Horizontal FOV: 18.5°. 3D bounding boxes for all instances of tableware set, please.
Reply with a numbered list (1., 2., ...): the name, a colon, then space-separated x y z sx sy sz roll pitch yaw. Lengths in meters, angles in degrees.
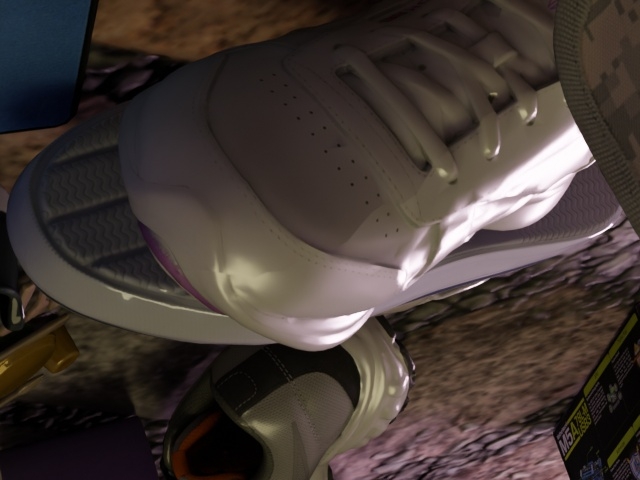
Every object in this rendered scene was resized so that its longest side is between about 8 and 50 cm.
1. tableware set: -0.116 0.024 0.892 0.104 0.024 0.154 -33 166 -32

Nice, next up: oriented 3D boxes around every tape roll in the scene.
1. tape roll: -0.113 0.194 1.058 0.080 0.189 0.189 -13 154 -9

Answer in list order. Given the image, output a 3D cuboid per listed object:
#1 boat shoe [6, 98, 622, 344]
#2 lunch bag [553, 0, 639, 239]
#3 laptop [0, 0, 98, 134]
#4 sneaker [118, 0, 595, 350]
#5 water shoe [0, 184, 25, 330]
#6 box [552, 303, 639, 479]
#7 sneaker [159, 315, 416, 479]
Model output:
1. boat shoe: 0.000 0.000 0.836 0.302 0.109 0.094 -4 154 -36
2. lunch bag: 0.186 -0.109 0.511 0.169 0.287 0.235 26 136 -23
3. laptop: -0.207 -0.034 0.512 0.382 0.408 0.236 -9 119 -18
4. sneaker: 0.041 -0.061 0.700 0.152 0.114 0.305 -45 171 33
5. water shoe: -0.194 0.048 0.842 0.073 0.080 0.203 4 147 -37
6. box: 0.211 0.157 1.196 0.045 0.184 0.191 -8 152 -15
7. sneaker: -0.045 0.121 1.039 0.108 0.100 0.271 -26 154 -32
